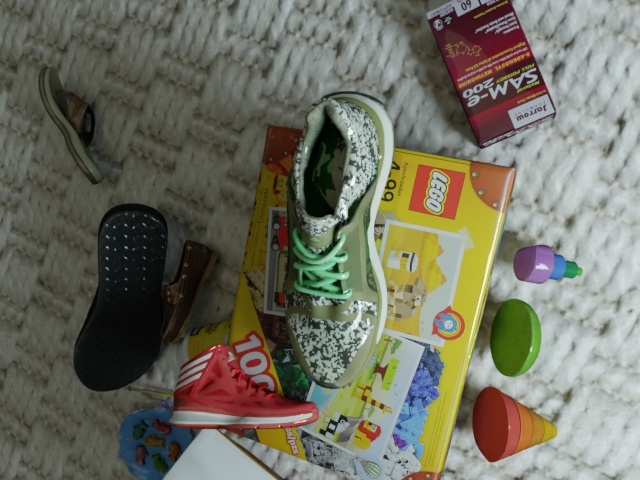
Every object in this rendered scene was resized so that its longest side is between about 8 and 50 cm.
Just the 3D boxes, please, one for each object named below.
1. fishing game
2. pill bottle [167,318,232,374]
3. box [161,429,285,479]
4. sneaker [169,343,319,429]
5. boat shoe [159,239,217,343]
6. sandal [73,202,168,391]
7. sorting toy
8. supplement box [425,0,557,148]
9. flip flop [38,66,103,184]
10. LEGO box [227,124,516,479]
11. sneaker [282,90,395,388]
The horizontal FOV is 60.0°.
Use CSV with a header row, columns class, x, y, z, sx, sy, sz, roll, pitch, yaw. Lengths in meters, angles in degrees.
class,x,y,z,sx,sy,sz,roll,pitch,yaw
fishing game,-0.359,0.451,1.198,0.189,0.041,0.263,10,99,11
pill bottle,-0.209,0.216,1.104,0.184,0.103,0.103,-15,88,20
box,-0.134,0.467,0.947,0.215,0.345,0.168,33,69,15
sneaker,-0.113,0.215,0.829,0.222,0.087,0.127,0,71,-1
boat shoe,-0.282,0.100,1.112,0.073,0.073,0.206,2,69,56
sandal,-0.402,0.123,1.156,0.168,0.107,0.445,11,113,-21
sorting toy,0.359,0.191,0.913,0.126,0.127,0.365,10,94,-10
supplement box,0.280,-0.288,0.914,0.130,0.073,0.239,-23,86,19
flip flop,-0.526,-0.253,1.204,0.080,0.112,0.277,-28,80,-7
LEGO box,0.069,0.099,0.903,0.373,0.193,0.499,14,98,18
sneaker,0.000,0.000,0.721,0.158,0.182,0.409,3,94,19
